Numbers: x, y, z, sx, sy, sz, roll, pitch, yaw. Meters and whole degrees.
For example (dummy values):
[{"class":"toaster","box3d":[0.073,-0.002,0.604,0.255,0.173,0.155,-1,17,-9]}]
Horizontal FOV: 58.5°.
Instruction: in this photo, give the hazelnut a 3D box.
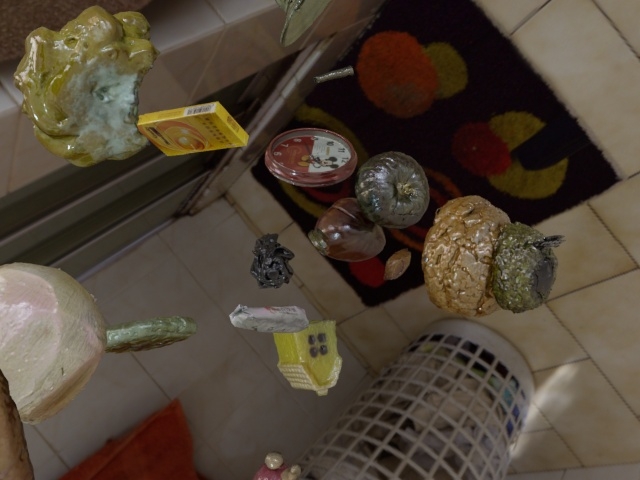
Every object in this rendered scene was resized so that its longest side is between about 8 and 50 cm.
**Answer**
[{"class":"hazelnut","box3d":[0.095,-0.028,1.813,0.229,0.229,0.229,24,134,28]}]

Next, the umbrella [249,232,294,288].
[{"class":"umbrella","box3d":[-0.133,0.038,1.530,0.118,0.118,0.340,62,179,-14]}]

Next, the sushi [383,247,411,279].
[{"class":"sushi","box3d":[0.190,0.056,1.426,0.047,0.099,0.050,33,161,52]}]

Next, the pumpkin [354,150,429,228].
[{"class":"pumpkin","box3d":[0.216,-0.150,1.672,0.159,0.238,0.238,-12,112,54]}]

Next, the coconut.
[{"class":"coconut","box3d":[-0.555,0.176,1.093,0.297,0.254,0.297,36,162,13]}]

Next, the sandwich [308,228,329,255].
[{"class":"sandwich","box3d":[-0.001,0.000,1.536,0.029,0.135,0.067,-44,110,9]}]

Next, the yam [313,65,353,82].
[{"class":"yam","box3d":[0.042,-0.524,1.821,0.027,0.129,0.033,-133,24,-69]}]

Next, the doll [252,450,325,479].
[{"class":"doll","box3d":[-0.076,0.704,1.542,0.256,0.152,0.196,38,120,16]}]

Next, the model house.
[{"class":"model house","box3d":[-0.047,0.368,1.795,0.193,0.175,0.234,-22,71,59]}]

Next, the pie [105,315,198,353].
[{"class":"pie","box3d":[-0.530,0.290,1.726,0.306,0.306,0.071,-33,61,50]}]

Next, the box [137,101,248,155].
[{"class":"box","box3d":[-0.342,-0.291,1.513,0.269,0.043,0.152,-1,153,26]}]

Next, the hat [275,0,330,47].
[{"class":"hat","box3d":[-0.051,-0.590,1.340,0.110,0.252,0.252,39,140,-2]}]

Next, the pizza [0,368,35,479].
[{"class":"pizza","box3d":[-0.452,0.212,0.616,0.435,0.080,0.391,28,106,3]}]

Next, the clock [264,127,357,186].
[{"class":"clock","box3d":[-0.032,-0.282,1.969,0.318,0.318,0.080,27,135,25]}]

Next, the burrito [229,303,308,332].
[{"class":"burrito","box3d":[-0.099,0.160,1.170,0.064,0.203,0.064,-8,77,39]}]

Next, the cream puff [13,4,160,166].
[{"class":"cream puff","box3d":[-0.499,-0.333,1.200,0.270,0.274,0.323,38,120,42]}]

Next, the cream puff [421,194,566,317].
[{"class":"cream puff","box3d":[0.260,0.029,0.825,0.169,0.183,0.183,9,126,45]}]
